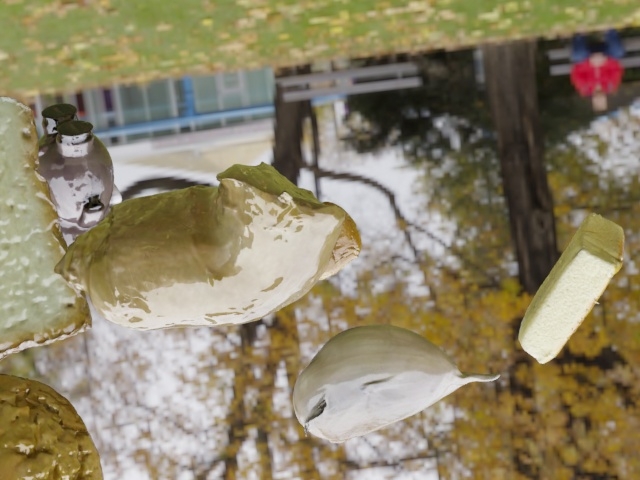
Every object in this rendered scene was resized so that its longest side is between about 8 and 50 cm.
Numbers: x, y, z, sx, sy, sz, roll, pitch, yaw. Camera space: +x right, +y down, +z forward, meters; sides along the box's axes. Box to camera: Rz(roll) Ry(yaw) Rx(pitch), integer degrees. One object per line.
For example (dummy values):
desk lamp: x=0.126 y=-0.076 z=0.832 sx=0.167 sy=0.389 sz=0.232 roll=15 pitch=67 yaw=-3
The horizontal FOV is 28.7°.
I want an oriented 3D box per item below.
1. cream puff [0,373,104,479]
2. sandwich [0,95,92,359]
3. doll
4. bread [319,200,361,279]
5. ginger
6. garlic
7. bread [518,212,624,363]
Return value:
cream puff: x=-0.247 y=0.181 z=0.892 sx=0.189 sy=0.189 sz=0.129 roll=-9 pitch=-175 yaw=-8
sandwich: x=-0.412 y=-0.017 z=1.325 sx=0.262 sy=0.326 sz=0.131 roll=-19 pitch=-171 yaw=-22
doll: x=-0.360 y=-0.072 z=1.834 sx=0.117 sy=0.257 sz=0.182 roll=-22 pitch=-139 yaw=-20
bread: x=0.000 y=0.000 z=1.279 sx=0.083 sy=0.081 sz=0.046 roll=0 pitch=-177 yaw=-15
ginger: x=-0.102 y=0.009 z=1.108 sx=0.267 sy=0.152 sz=0.138 roll=-21 pitch=-151 yaw=12
garlic: x=0.040 y=0.096 z=0.901 sx=0.152 sy=0.066 sz=0.084 roll=-31 pitch=140 yaw=27
bread: x=0.345 y=0.065 z=1.710 sx=0.068 sy=0.188 sz=0.125 roll=30 pitch=-147 yaw=5
